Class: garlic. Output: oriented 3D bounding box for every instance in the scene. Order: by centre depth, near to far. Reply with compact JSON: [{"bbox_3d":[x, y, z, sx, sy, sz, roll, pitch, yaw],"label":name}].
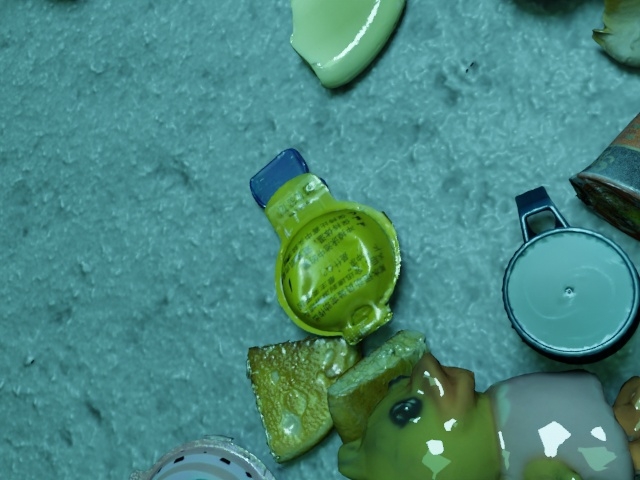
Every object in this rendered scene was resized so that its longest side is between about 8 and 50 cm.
[{"bbox_3d":[0.341,-0.220,0.695,0.152,0.066,0.084,-17,76,21],"label":"garlic"}]

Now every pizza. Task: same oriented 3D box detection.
[{"bbox_3d":[-0.026,0.160,0.803,0.131,0.041,0.178,19,91,19],"label":"pizza"}]

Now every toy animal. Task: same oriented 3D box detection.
[{"bbox_3d":[0.156,0.189,0.639,0.281,0.195,0.169,5,97,4],"label":"toy animal"}]

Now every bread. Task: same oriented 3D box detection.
[{"bbox_3d":[0.054,0.160,0.723,0.054,0.136,0.154,10,84,39],"label":"bread"}]

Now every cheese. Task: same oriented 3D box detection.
[{"bbox_3d":[-0.087,0.318,0.791,0.286,0.074,0.189,11,89,14],"label":"cheese"},{"bbox_3d":[0.000,0.000,0.802,0.156,0.064,0.250,-37,63,12],"label":"cheese"},{"bbox_3d":[0.066,-0.295,0.820,0.255,0.050,0.127,-44,69,9],"label":"cheese"}]

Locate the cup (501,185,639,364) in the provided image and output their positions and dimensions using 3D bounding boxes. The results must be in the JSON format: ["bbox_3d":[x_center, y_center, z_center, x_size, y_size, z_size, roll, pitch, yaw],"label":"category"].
[{"bbox_3d":[0.222,0.031,0.663,0.131,0.155,0.176,-24,77,16],"label":"cup"}]

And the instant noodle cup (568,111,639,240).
[{"bbox_3d":[0.323,-0.075,0.665,0.127,0.127,0.135,36,88,21],"label":"instant noodle cup"}]
